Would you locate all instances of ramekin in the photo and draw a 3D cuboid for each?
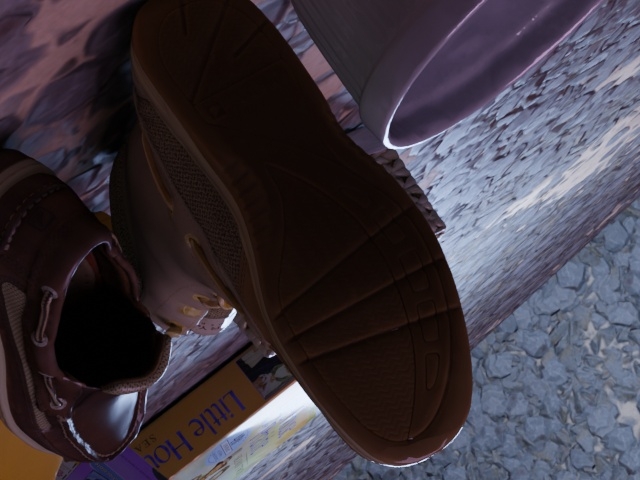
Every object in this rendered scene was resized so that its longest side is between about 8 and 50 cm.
[{"bbox_3d":[0.078,-0.157,0.979,0.207,0.109,0.207,-38,169,-9],"label":"ramekin"}]

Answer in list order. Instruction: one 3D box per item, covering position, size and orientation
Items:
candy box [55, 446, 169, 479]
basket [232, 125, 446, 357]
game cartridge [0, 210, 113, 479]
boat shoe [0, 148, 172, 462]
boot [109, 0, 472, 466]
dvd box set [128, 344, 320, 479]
[{"bbox_3d":[-0.204,0.237,1.342,0.196,0.165,0.070,-48,172,-25],"label":"candy box"},{"bbox_3d":[0.000,0.000,1.331,0.167,0.103,0.113,-26,163,-51],"label":"basket"},{"bbox_3d":[-0.252,0.149,1.051,0.285,0.052,0.324,-22,140,-56],"label":"game cartridge"},{"bbox_3d":[-0.129,0.061,0.977,0.095,0.095,0.257,-52,154,-21],"label":"boat shoe"},{"bbox_3d":[-0.028,0.020,0.938,0.095,0.262,0.203,-28,166,-23],"label":"boot"},{"bbox_3d":[-0.165,0.249,1.851,0.420,0.062,0.307,-37,169,-11],"label":"dvd box set"}]
